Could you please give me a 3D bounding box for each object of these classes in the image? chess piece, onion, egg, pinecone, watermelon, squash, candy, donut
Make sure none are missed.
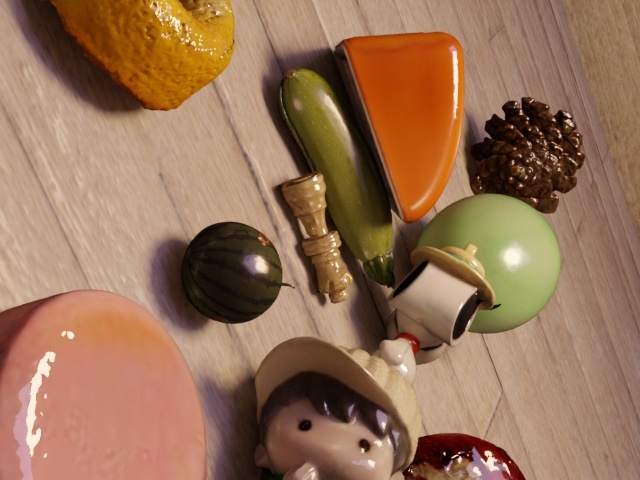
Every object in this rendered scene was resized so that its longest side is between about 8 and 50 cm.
[{"bbox_3d":[0.000,0.000,1.254,0.060,0.060,0.172,-35,110,-61],"label":"chess piece"},{"bbox_3d":[0.149,0.369,1.219,0.272,0.272,0.195,70,-15,-11],"label":"onion"},{"bbox_3d":[0.260,0.037,1.534,0.269,0.220,0.220,-18,93,-52],"label":"egg"},{"bbox_3d":[0.406,-0.167,1.906,0.202,0.229,0.201,39,29,-30],"label":"pinecone"},{"bbox_3d":[-0.082,0.037,1.021,0.133,0.105,0.105,19,58,-35],"label":"watermelon"},{"bbox_3d":[0.038,-0.084,1.328,0.341,0.094,0.094,63,30,-20],"label":"squash"},{"bbox_3d":[-0.188,0.167,0.784,0.255,0.094,0.255,35,47,-50],"label":"candy"},{"bbox_3d":[-0.184,-0.257,0.990,0.253,0.118,0.253,49,23,-30],"label":"donut"}]

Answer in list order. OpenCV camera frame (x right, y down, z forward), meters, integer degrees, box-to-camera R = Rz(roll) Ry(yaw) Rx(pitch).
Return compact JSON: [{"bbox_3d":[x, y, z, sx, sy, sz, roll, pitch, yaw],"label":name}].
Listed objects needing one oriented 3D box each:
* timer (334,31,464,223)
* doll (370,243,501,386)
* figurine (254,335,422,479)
[{"bbox_3d":[0.112,-0.162,1.382,0.257,0.161,0.250,-104,-170,-81],"label":"timer"},{"bbox_3d":[0.136,0.127,1.304,0.208,0.144,0.271,-66,168,26],"label":"doll"},{"bbox_3d":[-0.007,0.267,1.019,0.204,0.185,0.332,92,15,-71],"label":"figurine"}]
